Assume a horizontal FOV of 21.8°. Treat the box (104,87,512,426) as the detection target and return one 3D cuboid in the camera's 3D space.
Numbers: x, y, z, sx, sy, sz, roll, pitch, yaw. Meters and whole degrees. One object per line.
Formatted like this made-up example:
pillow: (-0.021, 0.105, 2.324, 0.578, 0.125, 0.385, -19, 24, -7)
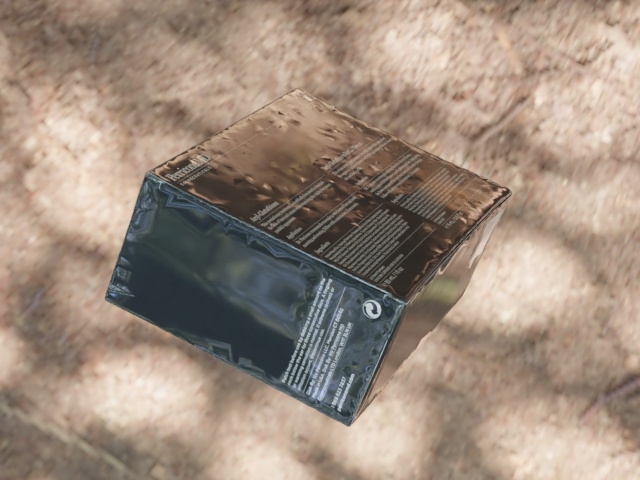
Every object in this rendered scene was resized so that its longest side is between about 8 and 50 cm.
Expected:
box: (0.000, 0.000, 1.132, 0.184, 0.261, 0.103, 29, 115, 11)
